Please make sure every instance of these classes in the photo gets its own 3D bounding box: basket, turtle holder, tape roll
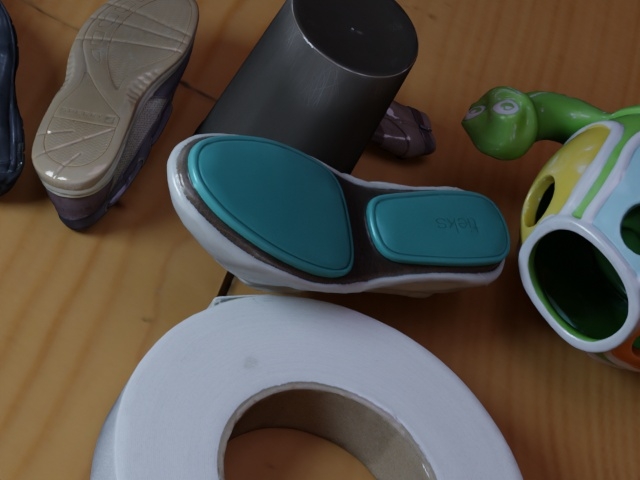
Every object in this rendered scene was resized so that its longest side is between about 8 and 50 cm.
[{"bbox_3d":[-0.014,-0.127,1.783,0.154,0.227,0.204,28,46,-6],"label":"basket"},{"bbox_3d":[0.298,-0.024,1.846,0.227,0.243,0.320,-26,97,-42],"label":"turtle holder"},{"bbox_3d":[-0.003,0.222,1.611,0.392,0.072,0.392,15,48,-17],"label":"tape roll"}]

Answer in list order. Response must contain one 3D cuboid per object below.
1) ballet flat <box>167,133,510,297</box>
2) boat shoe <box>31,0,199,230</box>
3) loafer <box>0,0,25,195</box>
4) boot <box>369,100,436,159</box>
[{"bbox_3d":[0.000,0.000,1.725,0.400,0.139,0.139,9,49,-41],"label":"ballet flat"},{"bbox_3d":[-0.190,-0.127,1.779,0.103,0.092,0.285,14,48,6],"label":"boat shoe"},{"bbox_3d":[-0.317,-0.141,1.727,0.078,0.076,0.223,11,53,-32],"label":"loafer"},{"bbox_3d":[0.070,-0.133,1.972,0.087,0.042,0.118,7,52,-33],"label":"boot"}]
